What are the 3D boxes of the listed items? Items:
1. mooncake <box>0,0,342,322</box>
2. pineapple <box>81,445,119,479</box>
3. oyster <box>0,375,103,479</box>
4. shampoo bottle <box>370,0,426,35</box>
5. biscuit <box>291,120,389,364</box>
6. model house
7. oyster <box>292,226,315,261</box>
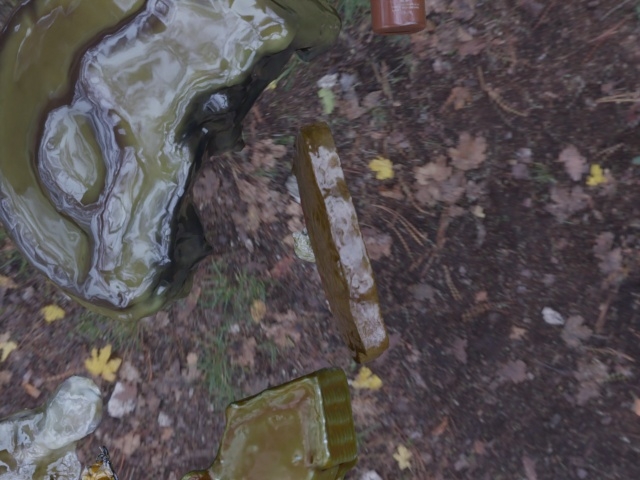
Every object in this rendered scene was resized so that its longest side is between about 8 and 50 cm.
[{"bbox_3d":[-0.170,-0.122,1.099,0.394,0.246,0.393,-8,96,21],"label":"mooncake"},{"bbox_3d":[-0.267,0.372,1.342,0.047,0.221,0.221,-22,98,-15],"label":"pineapple"},{"bbox_3d":[-0.272,0.270,0.677,0.111,0.204,0.396,35,68,-26],"label":"oyster"},{"bbox_3d":[0.107,-0.424,1.475,0.086,0.085,0.244,-5,92,-6],"label":"shampoo bottle"},{"bbox_3d":[0.016,0.008,1.142,0.049,0.257,0.272,-17,89,-5],"label":"biscuit"},{"bbox_3d":[-0.036,0.281,1.452,0.173,0.268,0.239,27,95,20],"label":"model house"},{"bbox_3d":[0.000,0.000,1.463,0.083,0.038,0.080,-42,136,-25],"label":"oyster"}]
